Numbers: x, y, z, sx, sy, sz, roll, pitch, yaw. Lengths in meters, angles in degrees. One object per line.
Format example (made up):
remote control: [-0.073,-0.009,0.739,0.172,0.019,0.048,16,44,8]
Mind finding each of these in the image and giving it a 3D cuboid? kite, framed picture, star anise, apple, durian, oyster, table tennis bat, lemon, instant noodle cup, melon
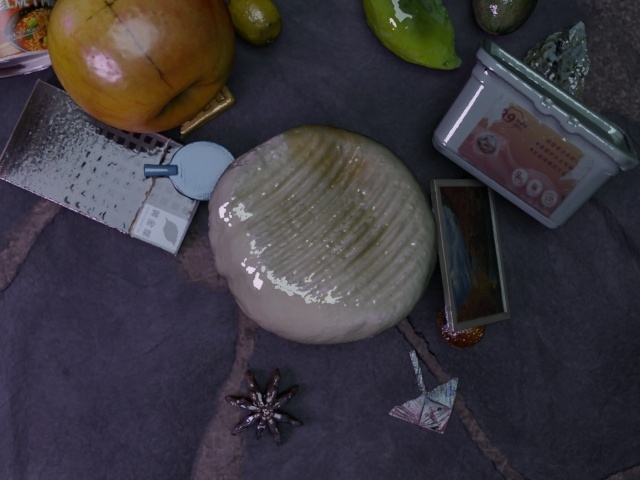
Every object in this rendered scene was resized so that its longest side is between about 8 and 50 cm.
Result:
kite: [0.177,0.266,1.420,0.137,0.005,0.153,-26,89,-7]
framed picture: [0.252,0.019,1.376,0.184,0.016,0.250,-3,85,-48]
star anise: [-0.093,0.279,1.376,0.141,0.042,0.141,0,86,-7]
apple: [-0.266,-0.298,1.252,0.286,0.286,0.233,-41,84,-6]
durian: [0.149,-0.398,1.401,0.139,0.101,0.250,-23,89,-7]
oyster: [0.413,-0.293,1.443,0.125,0.064,0.177,-3,89,-10]
table tennis bat: [-0.212,-0.115,1.350,0.155,0.019,0.100,-2,90,-12]
lemon: [-0.114,-0.379,1.386,0.082,0.082,0.111,-44,85,-6]
instant noodle cup: [-0.502,-0.355,1.298,0.213,0.213,0.174,-17,98,-6]
melon: [0.322,-0.436,1.413,0.114,0.114,0.167,17,86,-4]

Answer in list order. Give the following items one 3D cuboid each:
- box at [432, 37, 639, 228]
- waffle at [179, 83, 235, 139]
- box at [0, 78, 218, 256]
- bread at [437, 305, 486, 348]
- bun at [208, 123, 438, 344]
box: [0.343,-0.169,1.365,0.312,0.175,0.182,34,116,-3]
waffle: [-0.240,-0.284,1.399,0.125,0.032,0.191,-35,88,-2]
box: [-0.352,-0.120,1.368,0.324,0.047,0.180,24,85,-4]
bread: [0.242,0.144,1.407,0.085,0.053,0.085,0,87,-5]
bun: [0.000,0.000,1.311,0.365,0.219,0.365,4,72,-13]
